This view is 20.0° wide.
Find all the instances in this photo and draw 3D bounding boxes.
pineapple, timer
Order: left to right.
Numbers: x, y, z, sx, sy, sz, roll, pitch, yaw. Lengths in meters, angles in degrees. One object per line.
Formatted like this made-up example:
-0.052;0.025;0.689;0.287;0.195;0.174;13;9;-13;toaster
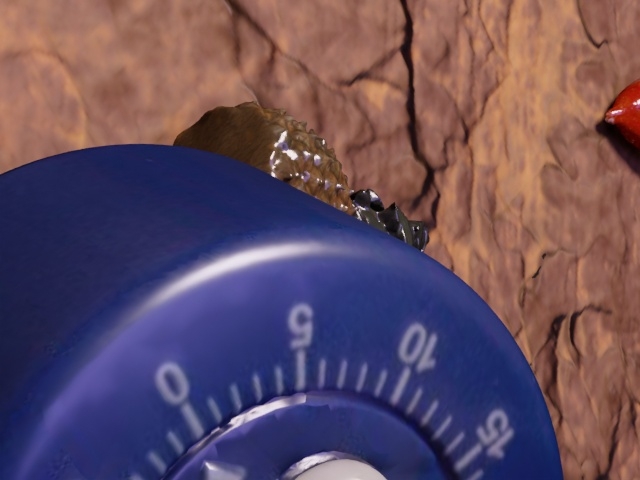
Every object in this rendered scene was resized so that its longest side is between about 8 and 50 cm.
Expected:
0.000;0.000;0.772;0.159;0.074;0.074;35;62;-47;pineapple
0.025;0.121;0.519;0.270;0.383;0.270;-6;101;-34;timer

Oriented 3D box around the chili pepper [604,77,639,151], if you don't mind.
0.229;-0.070;1.040;0.191;0.050;0.059;-1;105;-41;chili pepper
